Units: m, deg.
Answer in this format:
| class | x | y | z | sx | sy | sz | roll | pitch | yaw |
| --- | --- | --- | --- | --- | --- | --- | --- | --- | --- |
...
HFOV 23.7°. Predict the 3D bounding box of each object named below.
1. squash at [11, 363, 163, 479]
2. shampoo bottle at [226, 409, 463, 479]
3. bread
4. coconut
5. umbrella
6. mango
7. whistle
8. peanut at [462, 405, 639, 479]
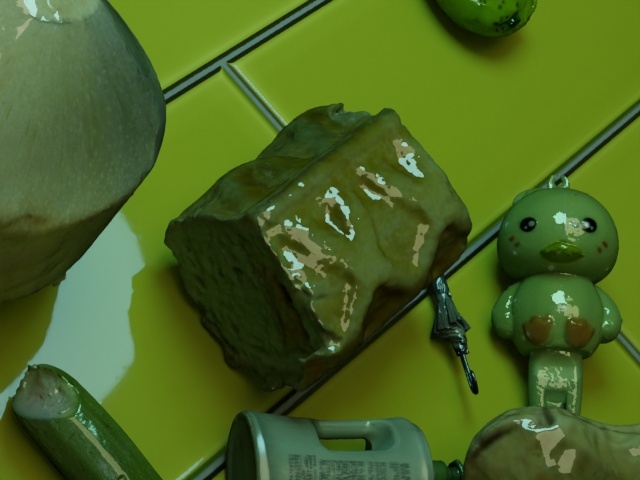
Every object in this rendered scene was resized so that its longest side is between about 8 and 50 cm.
| class | x | y | z | sx | sy | sz | roll | pitch | yaw |
| --- | --- | --- | --- | --- | --- | --- | --- | --- | --- |
| squash | -0.191 | 0.207 | 1.369 | 0.239 | 0.069 | 0.069 | 49 | 54 | 5 |
| shampoo bottle | 0.033 | 0.224 | 1.456 | 0.234 | 0.087 | 0.118 | 5 | 62 | -24 |
| bread | -0.004 | -0.001 | 1.500 | 0.252 | 0.196 | 0.238 | -30 | 83 | -32 |
| coconut | -0.304 | -0.115 | 1.304 | 0.352 | 0.352 | 0.353 | 11 | 59 | -20 |
| umbrella | 0.124 | 0.051 | 1.635 | 0.044 | 0.044 | 0.269 | -14 | 58 | -4 |
| mango | 0.179 | -0.314 | 1.817 | 0.178 | 0.100 | 0.119 | 52 | 18 | 17 |
| whistle | 0.253 | 0.062 | 1.622 | 0.141 | 0.141 | 0.294 | 15 | 58 | -18 |
| peanut | 0.288 | 0.257 | 1.509 | 0.340 | 0.174 | 0.158 | 9 | 74 | -17 |
